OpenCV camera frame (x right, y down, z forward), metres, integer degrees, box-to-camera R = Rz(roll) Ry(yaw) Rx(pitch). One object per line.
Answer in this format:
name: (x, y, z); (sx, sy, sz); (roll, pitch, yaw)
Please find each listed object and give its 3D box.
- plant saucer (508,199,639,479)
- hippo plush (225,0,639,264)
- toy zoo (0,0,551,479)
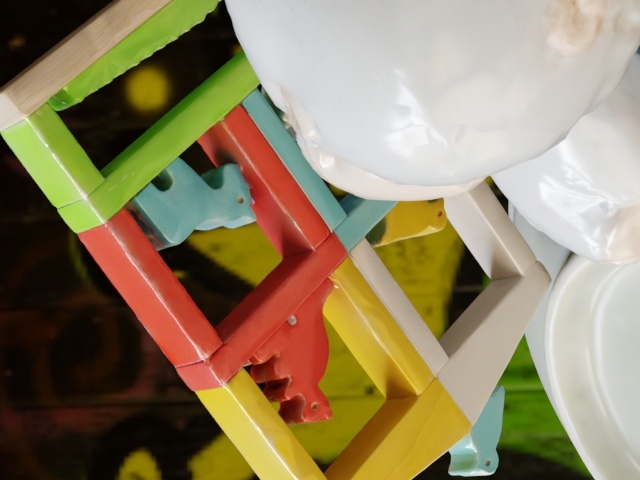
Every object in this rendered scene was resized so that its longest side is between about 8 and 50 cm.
plant saucer: (0.222, 0.070, 0.774); (0.101, 0.400, 0.400); (-31, -52, -31)
hippo plush: (0.072, -0.130, 0.492); (0.236, 0.234, 0.294); (-18, -78, -77)
toy zoo: (0.000, 0.000, 0.729); (0.192, 0.030, 0.293); (-45, -73, -33)
